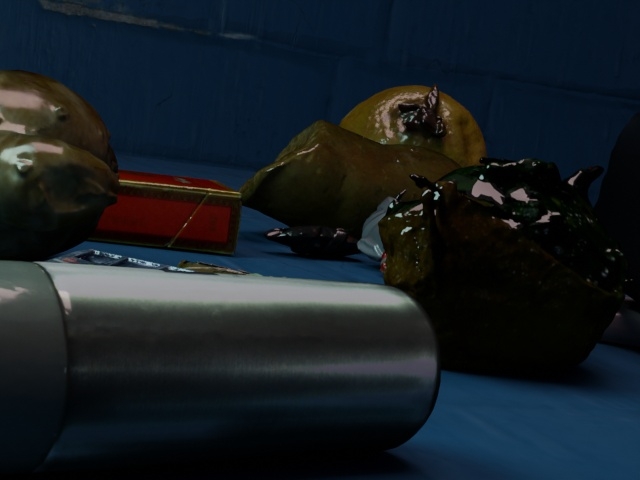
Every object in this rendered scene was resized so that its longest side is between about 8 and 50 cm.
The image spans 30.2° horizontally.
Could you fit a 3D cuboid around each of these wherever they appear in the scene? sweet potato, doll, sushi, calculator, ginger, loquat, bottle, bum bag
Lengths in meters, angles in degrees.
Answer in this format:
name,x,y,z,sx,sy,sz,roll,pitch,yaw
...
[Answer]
name,x,y,z,sx,sy,sz,roll,pitch,yaw
sweet potato,0.072,-0.055,1.476,0.369,0.158,0.158,13,3,-24
doll,0.088,0.003,1.254,0.094,0.079,0.180,-16,21,-3
sushi,0.149,0.015,0.824,0.149,0.140,0.287,4,3,40
calculator,0.221,0.062,1.020,0.175,0.032,0.100,10,7,16
ginger,-0.294,-0.075,0.962,0.375,0.176,0.256,14,4,38
loquat,0.127,-0.119,1.715,0.244,0.244,0.244,8,6,-1
bottle,-0.068,0.054,0.478,0.253,0.079,0.096,4,-31,-38
bum bag,0.000,0.001,1.298,0.124,0.034,0.058,4,-2,-38

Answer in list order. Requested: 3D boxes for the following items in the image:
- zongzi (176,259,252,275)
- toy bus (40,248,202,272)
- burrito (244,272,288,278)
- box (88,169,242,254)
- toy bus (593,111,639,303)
name,x,y,z,sx,sy,sz,roll,pitch,yaw
zongzi,-0.075,0.039,0.783,0.076,0.040,0.083,9,9,14
toy bus,-0.085,0.040,0.648,0.166,0.047,0.065,11,20,32
burrito,-0.031,0.048,0.727,0.074,0.044,0.118,-2,9,-9
box,-0.214,-0.038,1.229,0.239,0.074,0.153,6,2,-16
toy bus,0.394,0.015,0.876,0.162,0.171,0.386,10,10,-33
